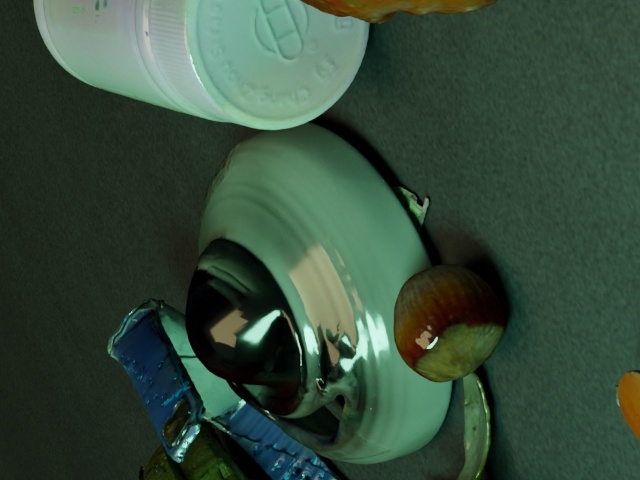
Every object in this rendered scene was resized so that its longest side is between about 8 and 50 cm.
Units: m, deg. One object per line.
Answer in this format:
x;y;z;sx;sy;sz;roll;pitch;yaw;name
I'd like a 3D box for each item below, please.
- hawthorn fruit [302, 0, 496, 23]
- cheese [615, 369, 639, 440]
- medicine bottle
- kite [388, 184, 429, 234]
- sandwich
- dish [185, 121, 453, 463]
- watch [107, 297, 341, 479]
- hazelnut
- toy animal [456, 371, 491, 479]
0.046;-0.222;0.967;0.179;0.179;0.200;38;135;46;hawthorn fruit
0.220;0.060;0.938;0.106;0.037;0.256;58;155;22;cheese
-0.091;-0.168;1.273;0.254;0.152;0.152;21;126;56;medicine bottle
0.000;0.000;1.370;0.323;0.013;0.267;11;118;58;kite
-0.081;0.235;1.551;0.159;0.079;0.235;40;180;-4;sandwich
-0.035;0.059;1.322;0.273;0.134;0.273;39;141;41;dish
-0.047;0.169;1.459;0.276;0.068;0.274;41;180;-27;watch
0.084;0.056;1.188;0.086;0.086;0.086;40;140;44;hazelnut
0.085;0.194;1.258;0.155;0.095;0.219;-4;103;57;toy animal
